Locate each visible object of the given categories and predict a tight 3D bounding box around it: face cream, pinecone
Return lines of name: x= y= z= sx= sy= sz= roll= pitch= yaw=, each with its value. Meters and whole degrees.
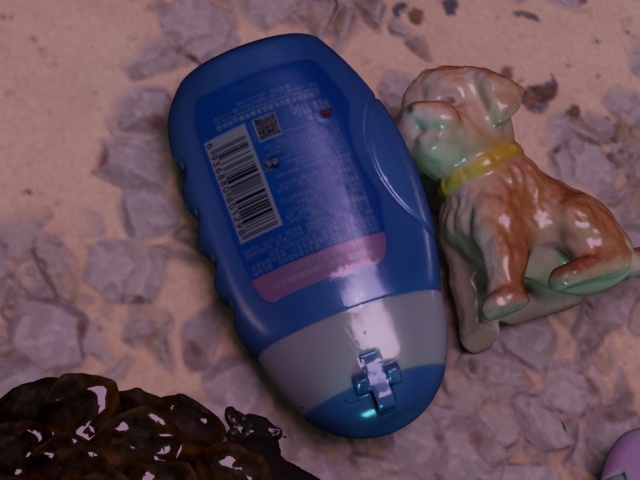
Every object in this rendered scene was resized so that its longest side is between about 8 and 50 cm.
face cream: x=0.000 y=0.000 z=1.114 sx=0.149 sy=0.083 sz=0.264 roll=-19 pitch=73 yaw=-4
pinecone: x=-0.114 y=0.181 z=0.921 sx=0.202 sy=0.201 sz=0.229 roll=-9 pitch=75 yaw=-17

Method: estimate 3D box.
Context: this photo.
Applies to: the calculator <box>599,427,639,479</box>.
calculator: x=0.302 y=0.167 z=1.124 sx=0.246 sy=0.045 sz=0.141 roll=-7 pitch=43 yaw=0

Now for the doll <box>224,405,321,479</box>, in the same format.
doll: x=-0.002 y=0.167 z=1.030 sx=0.139 sy=0.057 sz=0.165 roll=33 pitch=16 yaw=-52

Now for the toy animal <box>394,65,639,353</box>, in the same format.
toy animal: x=0.142 y=-0.042 z=1.191 sx=0.184 sy=0.104 sz=0.185 roll=-17 pitch=68 yaw=-26
